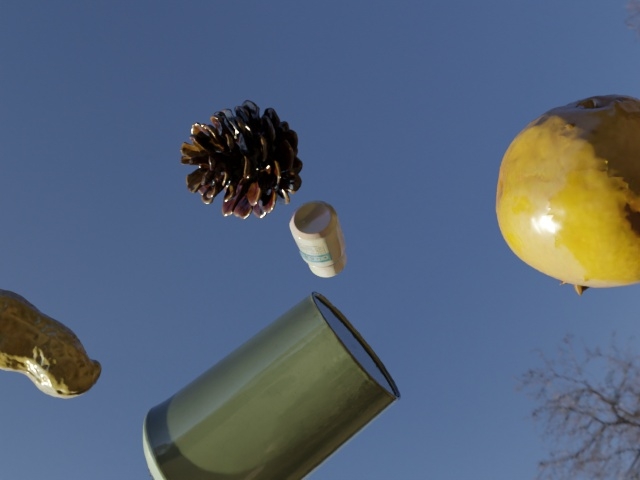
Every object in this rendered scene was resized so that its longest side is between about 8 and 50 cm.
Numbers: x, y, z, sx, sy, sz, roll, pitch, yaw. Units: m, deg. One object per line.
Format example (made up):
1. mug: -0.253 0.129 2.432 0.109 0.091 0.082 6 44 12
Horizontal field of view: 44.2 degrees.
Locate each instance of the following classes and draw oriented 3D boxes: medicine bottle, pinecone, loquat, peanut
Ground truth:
1. medicine bottle: 0.000 0.000 0.856 0.052 0.052 0.089 -41 -32 -14
2. pinecone: -0.137 -0.130 1.314 0.208 0.208 0.207 -12 -66 -29
3. loquat: 0.288 -0.047 0.824 0.208 0.208 0.208 -12 -66 -29
4. peanut: -0.320 0.115 0.859 0.080 0.174 0.080 -58 -9 -14

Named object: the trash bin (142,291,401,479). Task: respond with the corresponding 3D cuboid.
1. trash bin: -0.100 0.314 1.384 0.432 0.280 0.280 -39 -54 5
